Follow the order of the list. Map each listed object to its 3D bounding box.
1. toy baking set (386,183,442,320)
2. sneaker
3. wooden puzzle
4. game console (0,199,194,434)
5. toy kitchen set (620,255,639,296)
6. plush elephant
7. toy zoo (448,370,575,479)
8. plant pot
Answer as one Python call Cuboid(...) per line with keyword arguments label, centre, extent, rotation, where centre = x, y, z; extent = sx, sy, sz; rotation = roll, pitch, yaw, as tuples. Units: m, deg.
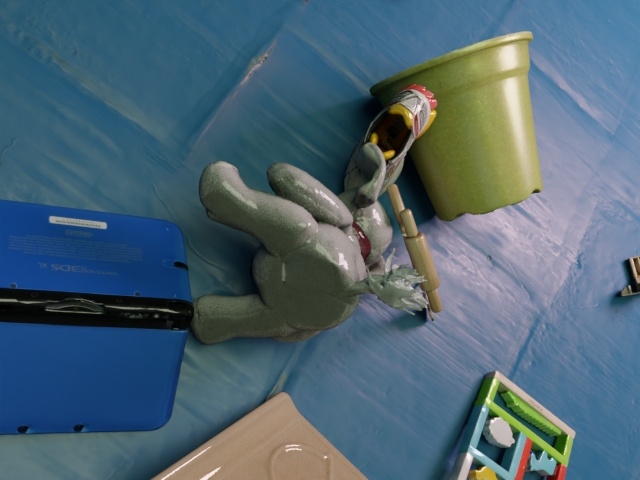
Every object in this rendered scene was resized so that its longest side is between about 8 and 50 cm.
Cuboid(label="toy baking set", centre=(0.154, 0.026, 1.011), extent=(0.030, 0.197, 0.256), rotation=(-19, 101, 7))
Cuboid(label="sneaker", centre=(0.089, -0.141, 1.008), extent=(0.088, 0.225, 0.093), rotation=(37, 42, 10))
Cuboid(label="wooden puzzle", centre=(-0.027, 0.387, 0.798), extent=(0.348, 0.080, 0.322), rotation=(44, 30, 16))
Cuboid(label="game console", centre=(-0.333, 0.100, 0.853), extent=(0.293, 0.173, 0.250), rotation=(7, 45, -27))
Cuboid(label="toy kitchen set", centre=(0.616, 0.068, 1.272), extent=(0.068, 0.083, 0.075), rotation=(-14, 78, 16))
Cuboid(label="plush elephant", centre=(0.000, 0.000, 0.938), extent=(0.330, 0.255, 0.271), rotation=(7, 115, 11))
Cuboid(label="toy zoo", centre=(0.301, 0.383, 1.040), extent=(0.192, 0.030, 0.293), rotation=(38, 55, -9))
Cuboid(label="plant pot", centre=(0.249, -0.176, 1.091), extent=(0.276, 0.276, 0.253), rotation=(-20, 96, -27))
